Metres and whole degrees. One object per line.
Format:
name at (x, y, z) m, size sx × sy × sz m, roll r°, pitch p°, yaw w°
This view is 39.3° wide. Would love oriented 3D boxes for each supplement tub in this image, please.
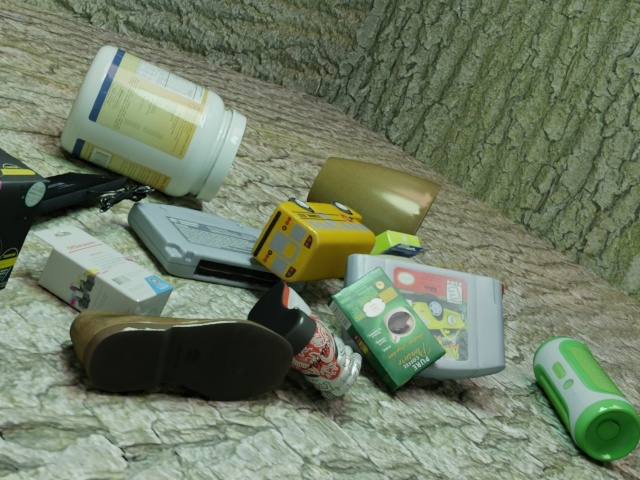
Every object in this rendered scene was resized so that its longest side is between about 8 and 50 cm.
supplement tub at (-0.329, -0.223, 1.782) m, size 0.316 × 0.228 × 0.228 m, roll 24°, pitch 16°, yaw -15°

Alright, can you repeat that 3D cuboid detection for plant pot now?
plant pot at (0.105, -0.078, 2.021) m, size 0.254 × 0.237 × 0.237 m, roll 29°, pitch 15°, yaw 5°

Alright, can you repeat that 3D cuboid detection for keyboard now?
keyboard at (-0.401, -0.074, 1.471) m, size 0.201 × 0.033 × 0.317 m, roll 6°, pitch 13°, yaw 12°

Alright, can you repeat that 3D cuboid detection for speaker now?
speaker at (0.498, 0.292, 1.699) m, size 0.131 × 0.131 × 0.296 m, roll 24°, pitch 16°, yaw -12°

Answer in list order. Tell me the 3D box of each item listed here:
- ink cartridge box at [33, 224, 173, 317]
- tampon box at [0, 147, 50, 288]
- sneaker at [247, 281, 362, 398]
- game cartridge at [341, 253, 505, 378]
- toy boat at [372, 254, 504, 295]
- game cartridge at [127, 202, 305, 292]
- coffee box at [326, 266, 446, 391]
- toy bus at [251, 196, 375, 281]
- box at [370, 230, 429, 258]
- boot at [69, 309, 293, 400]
ink cartridge box at (-0.309, 0.052, 1.235) m, size 0.181 × 0.062 × 0.104 m, roll 31°, pitch 15°, yaw 12°
tampon box at (-0.431, -0.026, 1.096) m, size 0.101 × 0.161 × 0.120 m, roll 32°, pitch 16°, yaw 16°
sneaker at (-0.024, 0.154, 1.362) m, size 0.145 × 0.090 × 0.270 m, roll 44°, pitch -3°, yaw -16°
game cartridge at (0.182, 0.138, 1.554) m, size 0.294 × 0.060 × 0.196 m, roll 10°, pitch 64°, yaw -13°
toy boat at (0.223, 0.138, 1.752) m, size 0.318 × 0.148 × 0.267 m, roll 9°, pitch 18°, yaw -31°
game cartridge at (-0.187, 0.012, 1.593) m, size 0.297 × 0.062 × 0.198 m, roll 13°, pitch 16°, yaw -42°
coffee box at (0.107, 0.144, 1.471) m, size 0.113 × 0.040 × 0.184 m, roll -31°, pitch 75°, yaw -29°
toy bus at (0.000, 0.000, 1.650) m, size 0.130 × 0.108 × 0.332 m, roll 35°, pitch 14°, yaw 21°
box at (0.122, 0.029, 1.843) m, size 0.109 × 0.178 × 0.042 m, roll 9°, pitch 60°, yaw -48°
boot at (-0.171, 0.132, 1.147) m, size 0.305 × 0.112 × 0.115 m, roll 12°, pitch 11°, yaw -39°
